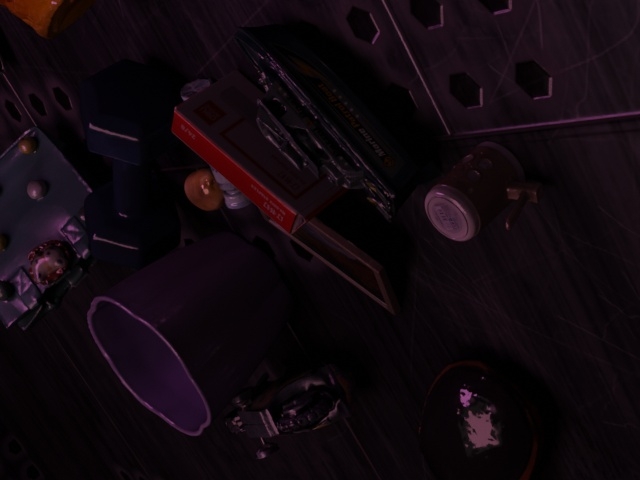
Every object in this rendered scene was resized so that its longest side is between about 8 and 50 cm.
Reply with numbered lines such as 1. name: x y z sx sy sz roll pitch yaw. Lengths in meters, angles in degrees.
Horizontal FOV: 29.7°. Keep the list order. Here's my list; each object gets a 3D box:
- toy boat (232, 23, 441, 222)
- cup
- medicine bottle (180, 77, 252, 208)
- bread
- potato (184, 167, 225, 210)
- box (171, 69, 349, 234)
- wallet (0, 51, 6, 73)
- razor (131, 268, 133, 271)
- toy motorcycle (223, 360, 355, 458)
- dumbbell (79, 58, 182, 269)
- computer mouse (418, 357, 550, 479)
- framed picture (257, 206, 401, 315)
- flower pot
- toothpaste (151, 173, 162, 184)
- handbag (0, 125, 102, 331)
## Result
1. toy boat: -0.003 -0.146 1.425 0.296 0.122 0.114 46 174 10
2. cup: 0.179 -0.043 1.322 0.102 0.099 0.074 38 149 19
3. medicine bottle: -0.141 -0.133 1.688 0.051 0.051 0.191 17 136 43
4. bread: -0.331 -0.369 1.530 0.142 0.195 0.269 42 154 -8
5. potato: -0.165 -0.076 1.777 0.068 0.062 0.083 23 178 -11
6. box: -0.071 -0.113 1.550 0.229 0.123 0.050 41 145 14
7. wallet: -0.627 -0.363 2.064 0.236 0.055 0.160 19 142 50
8. razor: -0.312 -0.013 2.063 0.068 0.037 0.191 47 151 23
9. toy motorcycle: -0.040 0.254 1.890 0.307 0.173 0.108 -14 102 64
10. dumbbell: -0.277 -0.105 1.780 0.325 0.144 0.160 100 158 -51
11. computer mouse: 0.212 0.286 1.645 0.183 0.116 0.323 38 150 28
12. framed picture: 0.000 0.000 1.628 0.250 0.016 0.184 36 169 20
13. flower pot: -0.186 0.125 1.855 0.265 0.243 0.265 30 144 25
14. toothpaste: -0.266 -0.075 1.959 0.024 0.015 0.083 30 141 17
15. handbag: -0.486 -0.030 2.018 0.274 0.268 0.100 50 -175 27
